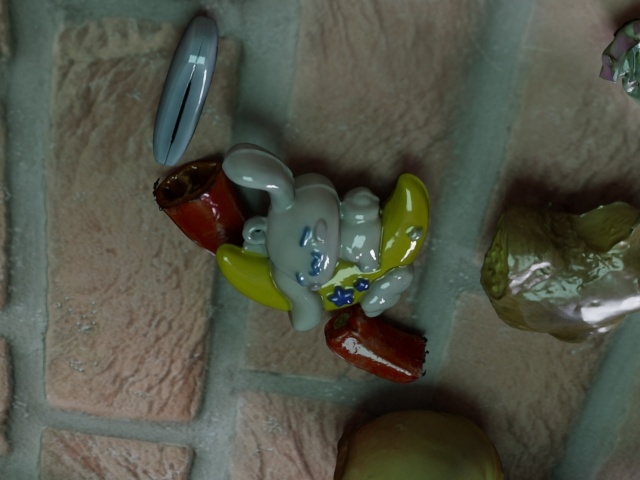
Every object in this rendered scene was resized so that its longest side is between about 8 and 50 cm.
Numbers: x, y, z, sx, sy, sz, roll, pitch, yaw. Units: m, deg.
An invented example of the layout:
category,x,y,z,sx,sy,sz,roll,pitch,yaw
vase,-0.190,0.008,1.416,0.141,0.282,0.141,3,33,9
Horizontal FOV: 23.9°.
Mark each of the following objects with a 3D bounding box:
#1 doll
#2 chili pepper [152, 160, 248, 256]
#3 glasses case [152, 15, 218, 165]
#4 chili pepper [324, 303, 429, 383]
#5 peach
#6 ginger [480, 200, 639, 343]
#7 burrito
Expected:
category,x,y,z,sx,sy,sz,roll,pitch,yaw
doll,0.000,0.000,1.660,0.237,0.111,0.252,3,136,-9
chili pepper,-0.106,-0.016,1.702,0.088,0.065,0.169,-18,136,23
glasses case,-0.140,-0.152,1.560,0.045,0.067,0.178,15,134,-9
chili pepper,0.065,0.123,1.812,0.123,0.073,0.070,28,163,-17
peach,0.115,0.298,1.911,0.232,0.232,0.232,3,134,3
ginger,0.311,0.036,1.667,0.270,0.123,0.219,3,143,-2
burrito,0.402,-0.125,1.541,0.309,0.066,0.096,33,126,-28
